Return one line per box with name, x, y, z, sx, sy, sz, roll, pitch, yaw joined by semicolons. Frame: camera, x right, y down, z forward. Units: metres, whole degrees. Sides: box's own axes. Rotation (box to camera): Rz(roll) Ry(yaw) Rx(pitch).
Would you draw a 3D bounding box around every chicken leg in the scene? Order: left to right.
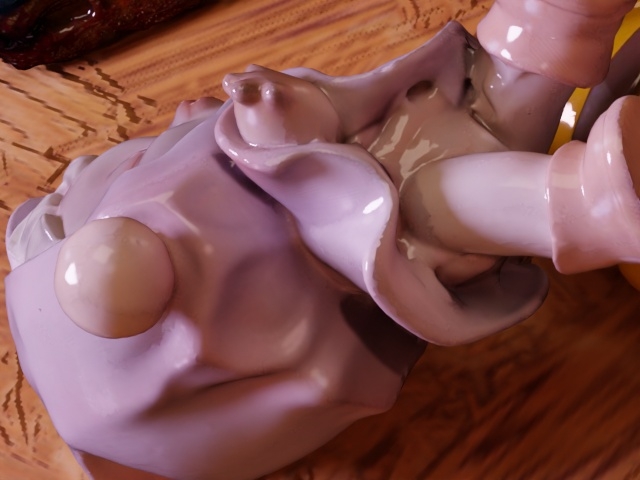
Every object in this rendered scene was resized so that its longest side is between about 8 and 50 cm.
chicken leg;-0.078;-0.155;0.934;0.253;0.051;0.106;-32;40;-13

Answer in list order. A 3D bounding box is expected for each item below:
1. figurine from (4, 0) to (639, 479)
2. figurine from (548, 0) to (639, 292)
figurine;0.000;0.001;0.647;0.276;0.133;0.200;-26;3;37
figurine;0.115;-0.015;0.674;0.141;0.166;0.250;-24;52;28
